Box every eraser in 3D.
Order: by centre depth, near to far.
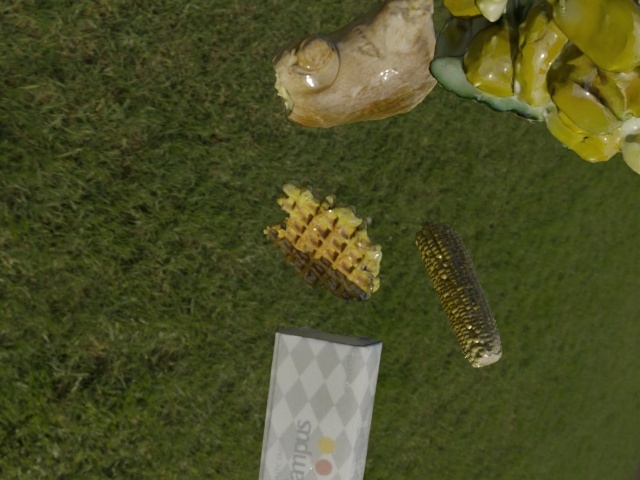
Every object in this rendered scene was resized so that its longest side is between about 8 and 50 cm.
[{"bbox_3d":[-0.006,0.384,1.211,0.082,0.213,0.396,-31,129,-82],"label":"eraser"}]

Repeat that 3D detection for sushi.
[{"bbox_3d":[0.250,-0.214,0.559,0.328,0.329,0.285,29,70,-11],"label":"sushi"}]

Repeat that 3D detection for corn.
[{"bbox_3d":[0.249,0.085,1.079,0.087,0.086,0.288,18,47,-49],"label":"corn"}]

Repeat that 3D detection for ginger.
[{"bbox_3d":[0.047,-0.250,0.847,0.221,0.276,0.130,12,52,-53],"label":"ginger"}]

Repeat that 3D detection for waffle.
[{"bbox_3d":[0.000,0.007,1.228,0.058,0.282,0.300,-50,154,-33],"label":"waffle"}]
